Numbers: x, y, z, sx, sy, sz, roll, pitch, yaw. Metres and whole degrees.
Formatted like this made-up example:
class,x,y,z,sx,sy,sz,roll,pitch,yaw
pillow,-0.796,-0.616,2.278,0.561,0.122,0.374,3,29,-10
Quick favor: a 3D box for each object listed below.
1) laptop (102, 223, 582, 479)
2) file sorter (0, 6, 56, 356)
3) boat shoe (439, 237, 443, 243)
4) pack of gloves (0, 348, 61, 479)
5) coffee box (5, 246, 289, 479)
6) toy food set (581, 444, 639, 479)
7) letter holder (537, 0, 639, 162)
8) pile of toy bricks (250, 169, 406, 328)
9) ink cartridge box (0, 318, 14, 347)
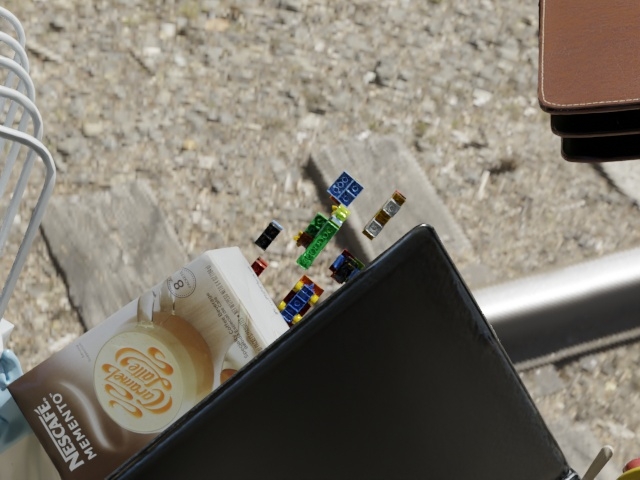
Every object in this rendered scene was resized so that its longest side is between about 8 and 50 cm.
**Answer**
class,x,y,z,sx,sy,sz,roll,pitch,yaw
laptop,-0.046,0.193,0.790,0.382,0.408,0.236,-38,96,-5
file sorter,-0.307,-0.069,0.804,0.193,0.173,0.277,16,22,-26
boat shoe,0.110,0.094,1.941,0.096,0.267,0.088,52,31,19
pack of gloves,-0.354,0.222,1.099,0.195,0.232,0.046,-31,42,-28
coffee box,-0.155,0.130,1.098,0.247,0.098,0.141,-34,85,13
toy food set,0.405,0.311,1.315,0.218,0.128,0.071,25,23,18
letter holder,0.385,-0.159,1.158,0.302,0.152,0.214,-7,42,18
pile of toy bricks,0.000,0.000,1.359,0.118,0.212,0.105,41,9,-1
ink cartridge box,-0.559,0.181,1.655,0.127,0.176,0.128,29,17,4
